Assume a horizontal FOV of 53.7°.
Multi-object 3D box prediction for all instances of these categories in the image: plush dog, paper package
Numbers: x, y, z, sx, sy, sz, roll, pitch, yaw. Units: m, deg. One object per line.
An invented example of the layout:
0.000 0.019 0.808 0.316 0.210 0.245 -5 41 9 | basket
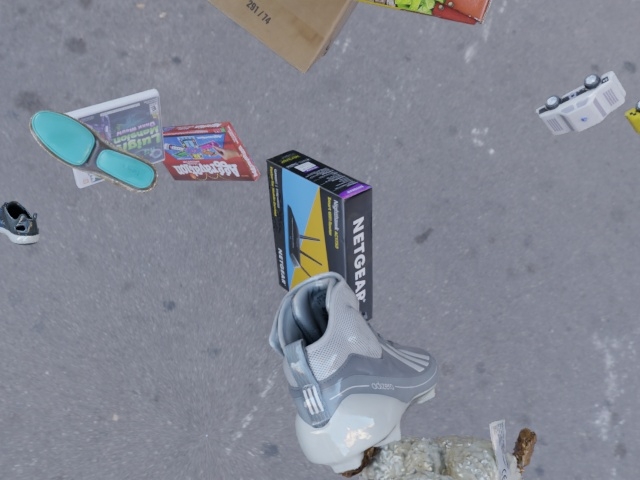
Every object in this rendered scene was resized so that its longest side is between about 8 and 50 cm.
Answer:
0.143 0.315 0.813 0.262 0.225 0.210 54 52 -29 | plush dog
-0.070 -0.582 1.349 0.325 0.309 0.168 35 35 -4 | paper package

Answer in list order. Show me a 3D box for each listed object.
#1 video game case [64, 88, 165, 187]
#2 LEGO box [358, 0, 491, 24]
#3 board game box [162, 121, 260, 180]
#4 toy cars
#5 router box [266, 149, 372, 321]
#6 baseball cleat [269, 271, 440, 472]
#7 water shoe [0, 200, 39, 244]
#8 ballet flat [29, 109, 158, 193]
-0.405 -0.201 1.258 0.190 0.173 0.022 -25 55 -28 | video game case
0.063 -0.537 0.954 0.372 0.193 0.500 10 39 -5 | LEGO box
-0.275 -0.198 1.442 0.027 0.281 0.145 -56 132 -32 | board game box
0.704 -0.292 1.446 0.393 0.176 0.087 2 52 3 | toy cars
0.000 0.000 0.725 0.046 0.179 0.133 -27 39 -32 | router box
0.029 0.070 0.411 0.072 0.206 0.109 -20 86 13 | baseball cleat
-0.695 -0.055 1.424 0.203 0.073 0.080 21 108 30 | water shoe
-0.351 -0.130 0.984 0.206 0.067 0.073 32 78 -9 | ballet flat
